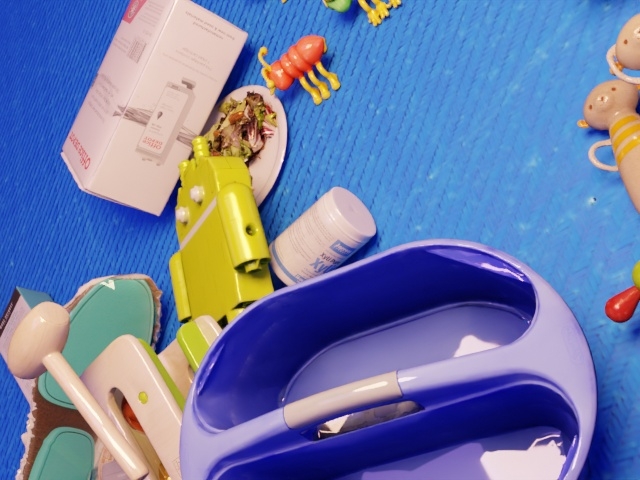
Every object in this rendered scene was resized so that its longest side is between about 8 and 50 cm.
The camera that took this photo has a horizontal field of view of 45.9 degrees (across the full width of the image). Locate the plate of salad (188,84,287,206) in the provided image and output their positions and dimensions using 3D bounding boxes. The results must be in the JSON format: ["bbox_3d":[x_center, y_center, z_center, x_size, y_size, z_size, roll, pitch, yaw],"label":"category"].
[{"bbox_3d":[-0.122,-0.114,0.997,0.200,0.048,0.199,-17,64,40],"label":"plate of salad"}]

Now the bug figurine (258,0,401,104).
[{"bbox_3d":[-0.017,-0.319,0.951,0.216,0.072,0.279,-37,53,29],"label":"bug figurine"}]

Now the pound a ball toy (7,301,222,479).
[{"bbox_3d":[-0.156,0.209,0.733,0.136,0.208,0.319,-44,72,28],"label":"pound a ball toy"}]

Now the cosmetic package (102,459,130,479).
[{"bbox_3d":[-0.169,0.358,0.839,0.127,0.107,0.237,-26,56,31],"label":"cosmetic package"}]

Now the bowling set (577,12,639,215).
[{"bbox_3d":[0.294,-0.150,0.518,0.287,0.200,0.154,-35,53,25],"label":"bowling set"}]

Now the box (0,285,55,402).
[{"bbox_3d":[-0.431,0.174,1.179,0.244,0.060,0.100,36,101,44],"label":"box"}]

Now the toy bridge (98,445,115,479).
[{"bbox_3d":[-0.251,0.282,0.970,0.026,0.063,0.188,10,82,45],"label":"toy bridge"}]

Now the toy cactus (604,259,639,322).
[{"bbox_3d":[0.317,0.038,0.503,0.180,0.112,0.219,-56,37,1],"label":"toy cactus"}]

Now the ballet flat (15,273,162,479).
[{"bbox_3d":[-0.329,0.228,1.024,0.147,0.147,0.408,18,88,45],"label":"ballet flat"}]

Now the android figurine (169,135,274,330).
[{"bbox_3d":[-0.122,0.014,0.889,0.248,0.056,0.272,-38,62,57],"label":"android figurine"}]

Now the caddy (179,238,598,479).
[{"bbox_3d":[0.049,0.141,0.607,0.341,0.179,0.241,-21,62,18],"label":"caddy"}]

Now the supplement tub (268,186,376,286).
[{"bbox_3d":[0.000,0.000,0.825,0.107,0.071,0.071,-41,52,27],"label":"supplement tub"}]

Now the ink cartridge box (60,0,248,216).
[{"bbox_3d":[-0.244,-0.204,1.071,0.283,0.117,0.207,-62,34,9],"label":"ink cartridge box"}]
